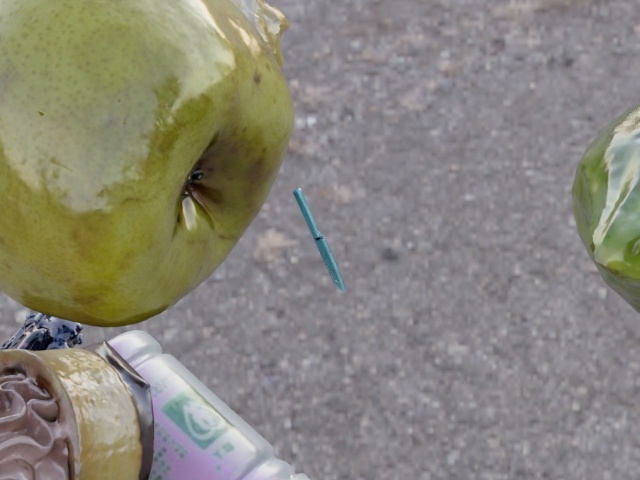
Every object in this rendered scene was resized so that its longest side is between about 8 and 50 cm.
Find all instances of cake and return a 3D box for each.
[{"bbox_3d":[-0.280,0.188,1.309,0.185,0.208,0.178,1,-9,40],"label":"cake"}]

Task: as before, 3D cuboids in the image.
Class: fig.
[{"bbox_3d":[0.253,-0.024,0.948,0.167,0.167,0.233,3,-4,9],"label":"fig"}]

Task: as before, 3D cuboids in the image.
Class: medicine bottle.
[{"bbox_3d":[-0.151,0.276,1.530,0.325,0.212,0.212,41,52,10],"label":"medicine bottle"}]

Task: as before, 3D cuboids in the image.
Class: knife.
[{"bbox_3d":[0.000,0.000,1.101,0.005,0.091,0.014,-32,15,-31],"label":"knife"}]

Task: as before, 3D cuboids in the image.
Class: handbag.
[{"bbox_3d":[-0.361,0.205,1.664,0.113,0.162,0.260,30,76,-10],"label":"handbag"}]

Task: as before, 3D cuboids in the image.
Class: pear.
[{"bbox_3d":[-0.186,-0.096,1.115,0.304,0.304,0.304,-2,38,2],"label":"pear"}]

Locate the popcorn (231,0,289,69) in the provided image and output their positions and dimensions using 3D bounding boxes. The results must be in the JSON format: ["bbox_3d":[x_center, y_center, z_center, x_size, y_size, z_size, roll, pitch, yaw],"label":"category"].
[{"bbox_3d":[-0.187,-0.237,1.470,0.316,0.281,0.297,3,65,-40],"label":"popcorn"}]
